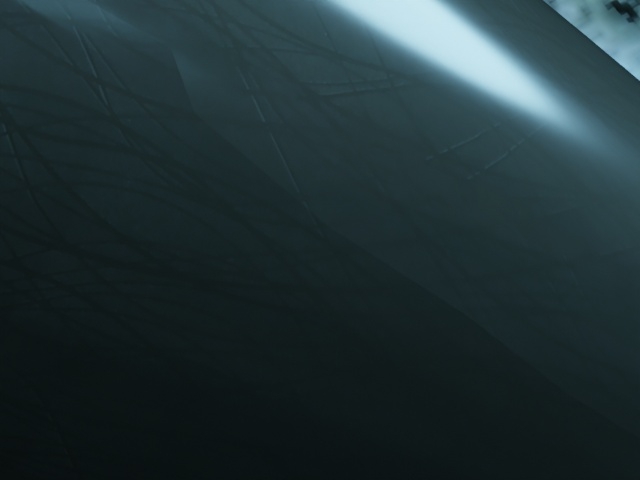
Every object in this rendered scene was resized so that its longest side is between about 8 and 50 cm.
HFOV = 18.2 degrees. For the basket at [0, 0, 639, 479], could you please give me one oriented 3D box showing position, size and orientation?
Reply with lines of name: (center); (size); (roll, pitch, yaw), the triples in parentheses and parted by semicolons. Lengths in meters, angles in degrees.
basket: (0.000, 0.000, 0.468); (0.227, 0.154, 0.204); (30, 52, -19)
